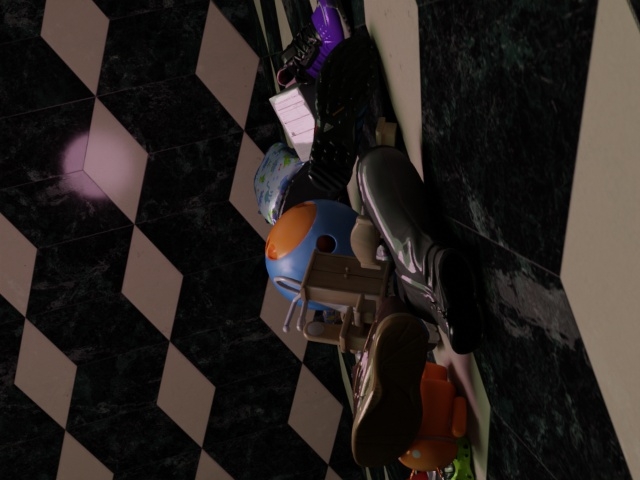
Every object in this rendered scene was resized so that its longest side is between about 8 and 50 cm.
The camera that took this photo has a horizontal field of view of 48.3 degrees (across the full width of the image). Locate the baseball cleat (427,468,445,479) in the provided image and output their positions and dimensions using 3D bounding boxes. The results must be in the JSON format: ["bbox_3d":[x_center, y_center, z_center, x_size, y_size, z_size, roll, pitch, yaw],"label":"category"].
[{"bbox_3d":[0.280,0.532,1.646,0.109,0.072,0.205,59,-164,-60],"label":"baseball cleat"}]

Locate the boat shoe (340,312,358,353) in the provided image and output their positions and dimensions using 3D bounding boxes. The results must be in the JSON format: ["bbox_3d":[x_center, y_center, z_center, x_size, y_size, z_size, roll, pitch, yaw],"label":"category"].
[{"bbox_3d":[0.106,0.183,1.976,0.341,0.110,0.121,-99,-4,-61],"label":"boat shoe"}]

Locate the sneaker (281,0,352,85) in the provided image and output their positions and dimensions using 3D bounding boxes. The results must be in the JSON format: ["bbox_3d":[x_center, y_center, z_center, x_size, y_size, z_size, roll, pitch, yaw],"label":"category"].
[{"bbox_3d":[-0.014,-0.423,1.566,0.293,0.146,0.102,92,162,-70],"label":"sneaker"}]

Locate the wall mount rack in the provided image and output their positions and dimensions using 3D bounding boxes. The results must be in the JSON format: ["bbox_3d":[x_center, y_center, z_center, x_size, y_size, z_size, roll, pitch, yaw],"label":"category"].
[{"bbox_3d":[0.045,0.191,1.622,0.304,0.350,0.130,135,156,-75],"label":"wall mount rack"}]

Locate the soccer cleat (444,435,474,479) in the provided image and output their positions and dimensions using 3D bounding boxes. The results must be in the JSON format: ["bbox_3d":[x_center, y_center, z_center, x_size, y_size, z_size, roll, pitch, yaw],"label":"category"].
[{"bbox_3d":[0.281,0.456,1.464,0.072,0.060,0.178,-96,2,-64],"label":"soccer cleat"}]

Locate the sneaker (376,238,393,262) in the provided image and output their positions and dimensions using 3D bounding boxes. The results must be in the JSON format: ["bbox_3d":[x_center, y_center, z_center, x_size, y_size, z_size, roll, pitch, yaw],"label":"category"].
[{"bbox_3d":[0.146,0.025,1.718,0.098,0.038,0.069,150,107,-74],"label":"sneaker"}]

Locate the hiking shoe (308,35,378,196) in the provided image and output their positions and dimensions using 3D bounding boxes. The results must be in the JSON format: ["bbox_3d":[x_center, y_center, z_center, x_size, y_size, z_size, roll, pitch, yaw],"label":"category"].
[{"bbox_3d":[0.034,-0.241,1.376,0.132,0.113,0.304,14,-89,-90],"label":"hiking shoe"}]

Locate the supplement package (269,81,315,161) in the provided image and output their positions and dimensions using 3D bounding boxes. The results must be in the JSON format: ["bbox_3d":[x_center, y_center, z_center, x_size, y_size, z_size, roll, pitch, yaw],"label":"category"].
[{"bbox_3d":[-0.024,-0.304,1.766,0.105,0.105,0.179,-13,112,41],"label":"supplement package"}]

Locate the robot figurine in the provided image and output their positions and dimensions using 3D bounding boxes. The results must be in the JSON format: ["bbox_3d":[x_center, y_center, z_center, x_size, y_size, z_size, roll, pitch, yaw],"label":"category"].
[{"bbox_3d":[0.206,0.350,1.390,0.128,0.158,0.219,65,-155,-65],"label":"robot figurine"}]

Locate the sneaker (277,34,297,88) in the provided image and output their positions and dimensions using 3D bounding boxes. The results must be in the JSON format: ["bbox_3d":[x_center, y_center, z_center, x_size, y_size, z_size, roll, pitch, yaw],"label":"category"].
[{"bbox_3d":[-0.063,-0.476,1.932,0.319,0.131,0.112,-114,11,-56],"label":"sneaker"}]

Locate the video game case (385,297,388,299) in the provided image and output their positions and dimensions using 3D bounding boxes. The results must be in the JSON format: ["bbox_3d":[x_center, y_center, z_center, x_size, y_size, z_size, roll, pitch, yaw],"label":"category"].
[{"bbox_3d":[0.197,0.250,1.843,0.173,0.022,0.190,-135,31,-78],"label":"video game case"}]

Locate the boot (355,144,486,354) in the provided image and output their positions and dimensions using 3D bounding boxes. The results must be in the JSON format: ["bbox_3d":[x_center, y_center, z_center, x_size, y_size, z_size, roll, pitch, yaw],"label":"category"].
[{"bbox_3d":[0.176,0.003,1.164,0.338,0.118,0.223,65,173,-13],"label":"boot"}]

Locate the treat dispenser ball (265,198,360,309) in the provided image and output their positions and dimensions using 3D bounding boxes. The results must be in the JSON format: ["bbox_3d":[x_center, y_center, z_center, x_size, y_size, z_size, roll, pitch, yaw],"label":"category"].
[{"bbox_3d":[0.001,0.036,1.844,0.288,0.288,0.288,165,90,-84],"label":"treat dispenser ball"}]

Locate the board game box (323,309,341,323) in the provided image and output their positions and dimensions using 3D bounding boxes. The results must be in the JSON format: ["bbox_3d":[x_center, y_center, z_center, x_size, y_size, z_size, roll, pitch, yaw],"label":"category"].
[{"bbox_3d":[0.077,0.204,2.260,0.201,0.136,0.035,92,160,-66],"label":"board game box"}]

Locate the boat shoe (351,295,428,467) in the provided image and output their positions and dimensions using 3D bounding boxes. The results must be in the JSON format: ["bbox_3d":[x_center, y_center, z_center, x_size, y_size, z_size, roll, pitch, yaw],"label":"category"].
[{"bbox_3d":[0.116,0.259,1.300,0.123,0.123,0.341,-110,21,-61],"label":"boat shoe"}]

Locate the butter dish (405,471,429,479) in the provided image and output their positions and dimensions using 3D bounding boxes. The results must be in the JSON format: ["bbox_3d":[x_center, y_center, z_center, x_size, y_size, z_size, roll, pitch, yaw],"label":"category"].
[{"bbox_3d":[0.259,0.690,1.875,0.160,0.118,0.160,153,102,-84],"label":"butter dish"}]

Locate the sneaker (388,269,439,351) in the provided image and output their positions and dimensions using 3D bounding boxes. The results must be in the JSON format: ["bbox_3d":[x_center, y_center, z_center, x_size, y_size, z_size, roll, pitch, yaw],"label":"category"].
[{"bbox_3d":[0.189,0.151,1.490,0.083,0.071,0.190,73,180,-68],"label":"sneaker"}]

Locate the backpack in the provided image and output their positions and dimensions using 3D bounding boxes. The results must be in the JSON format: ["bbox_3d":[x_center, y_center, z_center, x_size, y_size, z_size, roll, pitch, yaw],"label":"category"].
[{"bbox_3d":[-0.073,-0.165,2.215,0.355,0.273,0.290,-83,16,-70],"label":"backpack"}]

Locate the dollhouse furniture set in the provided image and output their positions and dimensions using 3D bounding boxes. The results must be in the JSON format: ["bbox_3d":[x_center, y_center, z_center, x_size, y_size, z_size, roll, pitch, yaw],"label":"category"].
[{"bbox_3d":[0.039,-0.010,1.375,0.355,0.174,0.303,83,-162,-47],"label":"dollhouse furniture set"}]
